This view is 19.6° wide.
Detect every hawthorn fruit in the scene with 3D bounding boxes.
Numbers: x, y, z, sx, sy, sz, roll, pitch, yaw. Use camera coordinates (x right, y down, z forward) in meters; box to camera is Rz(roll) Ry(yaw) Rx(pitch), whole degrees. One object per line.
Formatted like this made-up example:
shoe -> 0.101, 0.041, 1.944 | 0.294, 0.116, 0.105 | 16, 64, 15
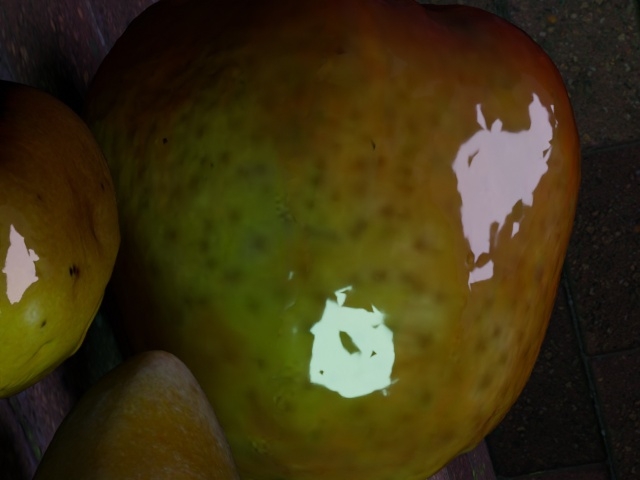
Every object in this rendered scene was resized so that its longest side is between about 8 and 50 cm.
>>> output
hawthorn fruit -> 0.000, 0.000, 1.579 | 0.472, 0.471, 0.472 | -11, 90, -79

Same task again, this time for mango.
mango -> -0.118, 0.251, 1.217 | 0.221, 0.198, 0.384 | 59, 21, -57
mango -> -0.211, 0.002, 1.127 | 0.287, 0.152, 0.201 | -70, 138, -73
